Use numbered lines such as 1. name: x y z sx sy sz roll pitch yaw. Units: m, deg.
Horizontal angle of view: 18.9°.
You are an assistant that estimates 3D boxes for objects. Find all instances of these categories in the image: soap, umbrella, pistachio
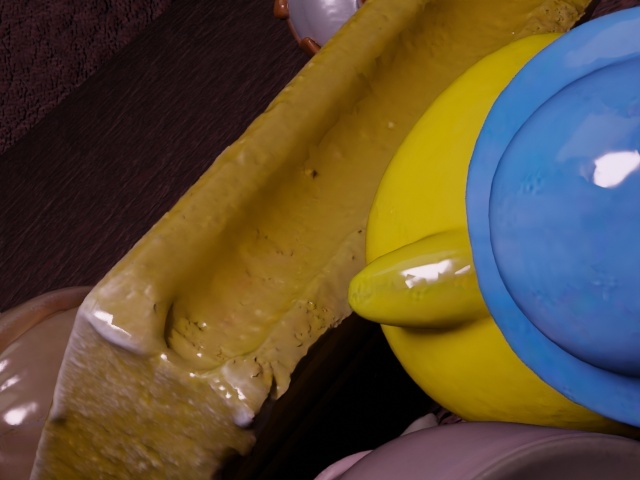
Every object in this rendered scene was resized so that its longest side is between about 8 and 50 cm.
1. soap: 0.000 0.000 0.870 0.315 0.091 0.199 -51 -7 -35
2. umbrella: 0.049 0.056 0.875 0.022 0.013 0.122 -24 3 -32
3. pistachio: -0.142 0.091 1.062 0.185 0.124 0.124 -29 7 -31

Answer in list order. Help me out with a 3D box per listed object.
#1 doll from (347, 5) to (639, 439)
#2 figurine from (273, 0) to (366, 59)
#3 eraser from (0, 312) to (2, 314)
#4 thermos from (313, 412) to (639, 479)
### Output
1. doll: 0.106 -0.007 0.605 0.199 0.145 0.363 -16 -2 -7
2. figurine: 0.024 -0.181 1.435 0.143 0.143 0.271 -44 17 -17
3. eraser: -0.281 0.165 1.227 0.171 0.087 0.290 -29 18 26
4. thermos: 0.036 0.118 0.570 0.193 0.105 0.137 177 110 -74
